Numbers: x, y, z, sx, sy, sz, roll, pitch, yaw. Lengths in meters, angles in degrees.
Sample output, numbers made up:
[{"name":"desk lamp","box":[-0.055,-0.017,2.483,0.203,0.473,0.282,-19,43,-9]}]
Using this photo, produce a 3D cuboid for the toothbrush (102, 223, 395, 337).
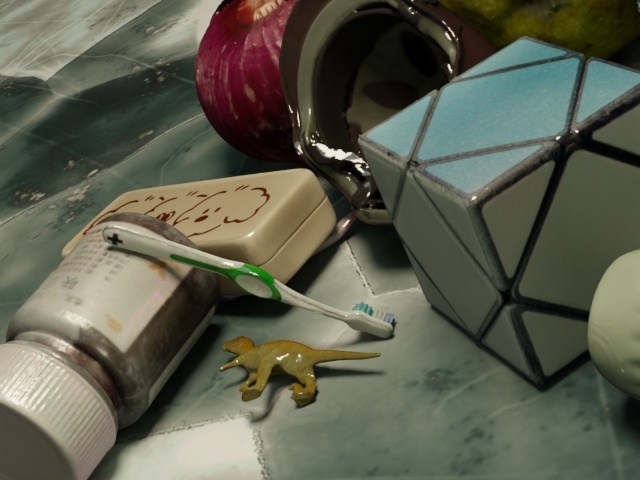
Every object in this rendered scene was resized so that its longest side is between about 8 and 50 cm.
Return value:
[{"name":"toothbrush","box":[-0.072,0.038,1.188,0.303,0.030,0.030,18,39,2]}]

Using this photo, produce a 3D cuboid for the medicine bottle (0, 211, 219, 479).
[{"name":"medicine bottle","box":[-0.232,0.110,1.217,0.165,0.165,0.273,-2,36,35]}]

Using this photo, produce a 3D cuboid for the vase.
[{"name":"vase","box":[0.328,0.079,0.889,0.248,0.128,0.128,13,47,35]}]

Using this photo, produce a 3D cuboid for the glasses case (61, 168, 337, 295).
[{"name":"glasses case","box":[-0.146,-0.004,1.389,0.336,0.076,0.144,-5,32,41]}]

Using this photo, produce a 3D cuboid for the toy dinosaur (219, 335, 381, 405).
[{"name":"toy dinosaur","box":[-0.024,0.110,1.186,0.162,0.039,0.126,-22,28,4]}]

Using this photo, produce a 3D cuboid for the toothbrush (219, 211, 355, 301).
[{"name":"toothbrush","box":[0.000,0.000,1.352,0.269,0.027,0.021,-30,14,-7]}]

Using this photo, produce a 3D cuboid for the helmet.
[{"name":"helmet","box":[0.102,-0.152,1.299,0.225,0.177,0.305,-52,53,35]}]

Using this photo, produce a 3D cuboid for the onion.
[{"name":"onion","box":[-0.036,-0.210,1.520,0.256,0.272,0.230,-54,24,28]}]

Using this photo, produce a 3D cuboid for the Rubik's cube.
[{"name":"Rubik's cube","box":[0.190,-0.034,1.082,0.205,0.207,0.205,-33,32,-12]}]

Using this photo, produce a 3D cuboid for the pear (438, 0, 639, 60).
[{"name":"pear","box":[0.259,-0.352,1.414,0.351,0.352,0.413,-13,25,21]}]

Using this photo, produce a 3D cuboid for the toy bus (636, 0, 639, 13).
[{"name":"toy bus","box":[0.384,-0.210,1.235,0.091,0.182,0.103,-21,32,8]}]
